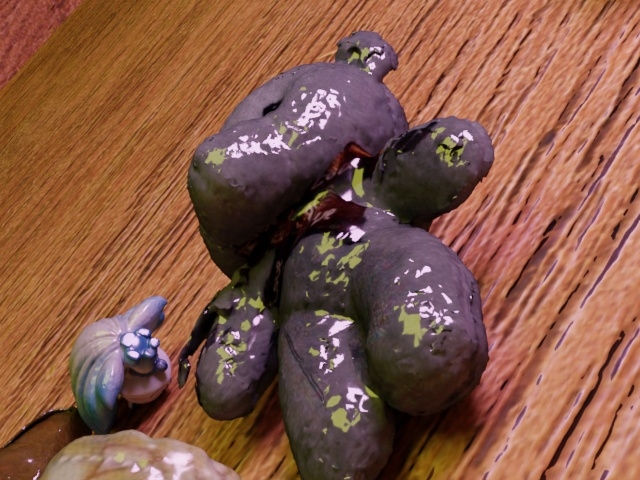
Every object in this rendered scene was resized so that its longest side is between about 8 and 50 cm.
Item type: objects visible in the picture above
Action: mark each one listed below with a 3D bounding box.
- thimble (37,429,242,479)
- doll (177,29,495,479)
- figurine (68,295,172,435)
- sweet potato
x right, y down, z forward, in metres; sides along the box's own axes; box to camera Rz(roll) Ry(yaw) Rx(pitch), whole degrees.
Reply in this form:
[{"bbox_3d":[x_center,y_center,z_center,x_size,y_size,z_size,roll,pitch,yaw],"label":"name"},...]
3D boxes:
[{"bbox_3d":[-0.113,0.190,0.593,0.190,0.137,0.143,-29,25,51],"label":"thimble"},{"bbox_3d":[-0.006,-0.005,0.726,0.246,0.158,0.340,-46,24,22],"label":"doll"},{"bbox_3d":[-0.152,0.101,0.890,0.114,0.079,0.114,-164,90,-87],"label":"figurine"},{"bbox_3d":[-0.222,0.218,0.793,0.112,0.085,0.286,-1,25,11],"label":"sweet potato"}]
